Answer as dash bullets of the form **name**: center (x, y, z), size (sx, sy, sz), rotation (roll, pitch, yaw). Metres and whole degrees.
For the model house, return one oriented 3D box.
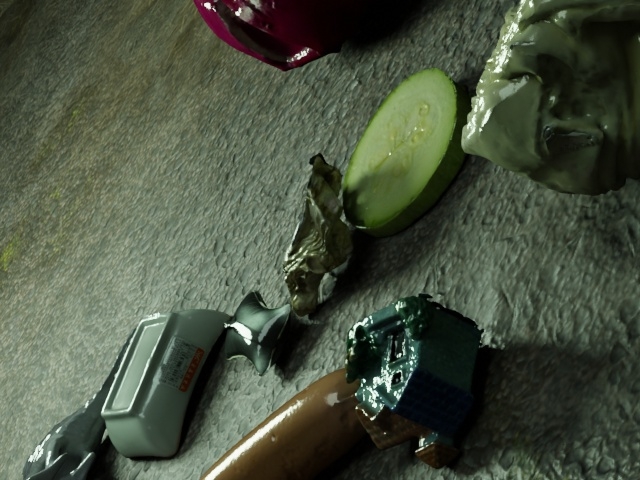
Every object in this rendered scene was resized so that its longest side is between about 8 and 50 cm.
- **model house**: center (0.088, 0.154, 1.550), size (0.148, 0.119, 0.148), rotation (-31, 44, 43)

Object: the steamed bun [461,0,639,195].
- **steamed bun**: center (0.271, -0.176, 1.482), size (0.320, 0.206, 0.275), rotation (107, -173, -59)

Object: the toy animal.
- **toy animal**: center (-0.346, 0.291, 2.165), size (0.367, 0.081, 0.206), rotation (-54, 8, 12)

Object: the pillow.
- **pillow**: center (-0.077, 0.114, 1.941), size (0.091, 0.055, 0.136), rotation (-45, 25, -15)

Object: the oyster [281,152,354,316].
- **oyster**: center (0.000, 0.000, 1.896), size (0.163, 0.081, 0.191), rotation (-77, 3, -65)

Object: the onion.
- **onion**: center (-0.077, -0.473, 2.183), size (0.398, 0.420, 0.398), rotation (-52, 17, 23)

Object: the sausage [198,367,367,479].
- **sausage**: center (-0.042, 0.234, 1.709), size (0.289, 0.086, 0.086), rotation (-43, 29, 30)

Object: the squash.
- **squash**: center (0.102, -0.105, 1.883), size (0.219, 0.041, 0.219), rotation (-42, 29, 31)

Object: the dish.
- **dish**: center (-0.218, 0.180, 2.084), size (0.151, 0.077, 0.212), rotation (-14, 49, 56)
